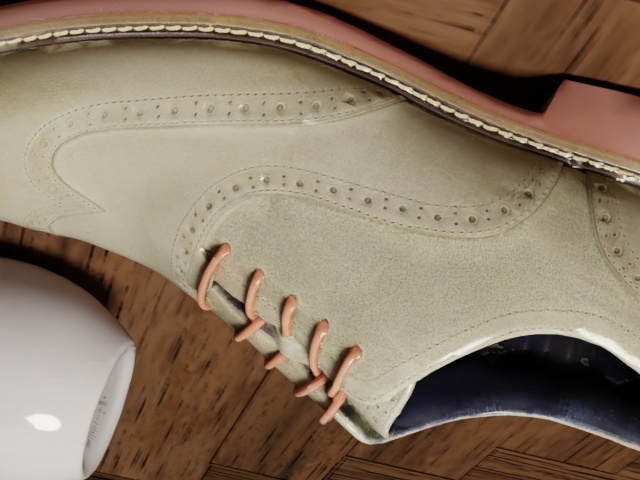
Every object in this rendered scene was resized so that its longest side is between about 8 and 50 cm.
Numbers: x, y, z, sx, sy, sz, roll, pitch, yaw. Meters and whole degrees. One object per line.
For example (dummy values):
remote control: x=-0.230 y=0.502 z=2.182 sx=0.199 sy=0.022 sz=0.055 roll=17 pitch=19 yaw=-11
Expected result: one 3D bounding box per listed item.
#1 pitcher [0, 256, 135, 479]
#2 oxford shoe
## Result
pitcher: x=-0.213 y=0.065 z=0.918 sx=0.207 sy=0.125 sz=0.178 roll=18 pitch=175 yaw=6
oxford shoe: x=0.000 y=0.000 z=0.662 sx=0.397 sy=0.146 sz=0.140 roll=9 pitch=154 yaw=1
